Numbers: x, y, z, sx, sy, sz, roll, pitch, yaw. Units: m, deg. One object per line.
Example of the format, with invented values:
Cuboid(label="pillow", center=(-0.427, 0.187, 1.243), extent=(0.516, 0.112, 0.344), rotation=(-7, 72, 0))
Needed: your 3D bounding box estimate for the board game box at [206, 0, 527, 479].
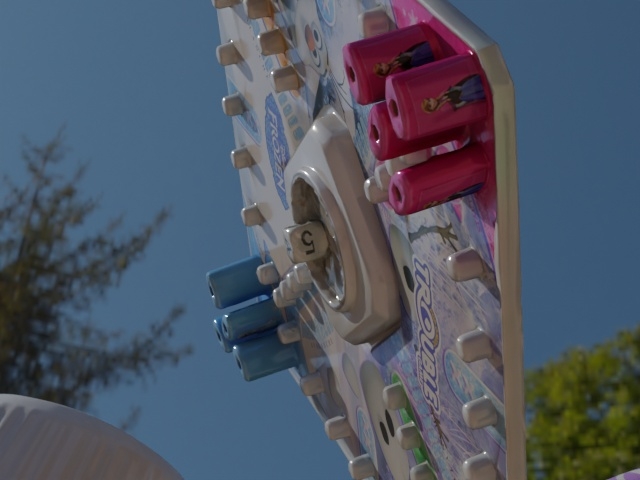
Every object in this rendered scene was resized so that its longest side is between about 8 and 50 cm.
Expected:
Cuboid(label="board game box", center=(0.000, 0.000, 0.876), extent=(0.050, 0.390, 0.390), rotation=(-16, -55, -16))

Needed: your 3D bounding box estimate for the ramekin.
Cuboid(label="ramekin", center=(-0.226, 0.238, 1.331), extent=(0.273, 0.127, 0.273), rotation=(17, -31, 11))

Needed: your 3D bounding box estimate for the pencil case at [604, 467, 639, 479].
Cuboid(label="pencil case", center=(0.260, 0.237, 1.312), extent=(0.206, 0.088, 0.086), rotation=(-20, -25, -4))
